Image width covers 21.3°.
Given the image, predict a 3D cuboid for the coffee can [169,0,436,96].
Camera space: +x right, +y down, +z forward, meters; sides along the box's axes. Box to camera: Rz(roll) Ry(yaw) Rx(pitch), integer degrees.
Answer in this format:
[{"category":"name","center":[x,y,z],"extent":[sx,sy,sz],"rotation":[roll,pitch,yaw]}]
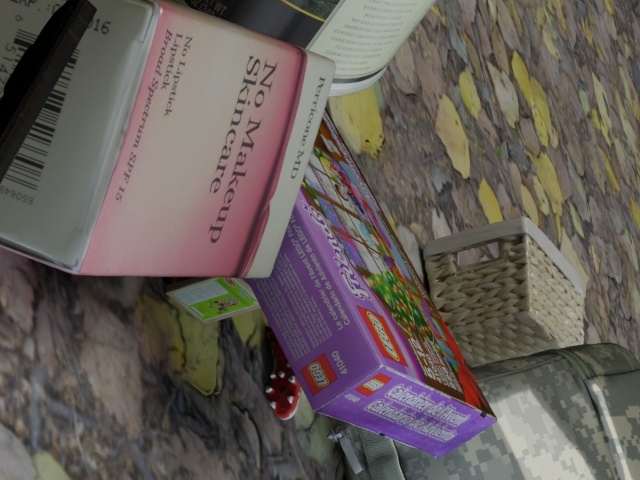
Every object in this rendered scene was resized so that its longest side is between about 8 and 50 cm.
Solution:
[{"category":"coffee can","center":[0.032,-0.258,1.114],"extent":[0.201,0.275,0.202],"rotation":[22,41,-20]}]

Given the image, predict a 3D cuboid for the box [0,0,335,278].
[{"category":"box","center":[-0.107,-0.065,0.970],"extent":[0.232,0.126,0.149],"rotation":[4,105,-66]}]

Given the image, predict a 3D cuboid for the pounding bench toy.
[{"category":"pounding bench toy","center":[-0.078,0.005,1.156],"extent":[0.083,0.052,0.065],"rotation":[44,35,-50]}]

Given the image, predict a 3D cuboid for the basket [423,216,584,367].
[{"category":"basket","center":[0.184,0.064,1.663],"extent":[0.167,0.113,0.103],"rotation":[40,41,-53]}]

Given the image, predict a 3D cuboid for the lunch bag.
[{"category":"lunch bag","center":[0.148,0.238,1.317],"extent":[0.256,0.212,0.305],"rotation":[-5,75,-51]}]

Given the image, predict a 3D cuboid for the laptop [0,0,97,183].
[{"category":"laptop","center":[-0.130,0.195,0.662],"extent":[0.236,0.408,0.382],"rotation":[29,35,-11]}]

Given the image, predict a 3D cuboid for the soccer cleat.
[{"category":"soccer cleat","center":[-0.023,0.096,1.255],"extent":[0.035,0.029,0.083],"rotation":[41,33,-46]}]

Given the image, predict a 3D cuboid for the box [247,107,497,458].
[{"category":"box","center":[0.000,0.000,1.169],"extent":[0.201,0.057,0.293],"rotation":[29,30,-59]}]
